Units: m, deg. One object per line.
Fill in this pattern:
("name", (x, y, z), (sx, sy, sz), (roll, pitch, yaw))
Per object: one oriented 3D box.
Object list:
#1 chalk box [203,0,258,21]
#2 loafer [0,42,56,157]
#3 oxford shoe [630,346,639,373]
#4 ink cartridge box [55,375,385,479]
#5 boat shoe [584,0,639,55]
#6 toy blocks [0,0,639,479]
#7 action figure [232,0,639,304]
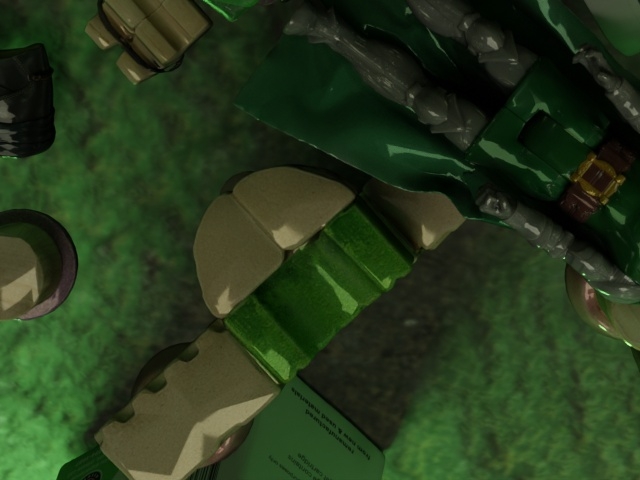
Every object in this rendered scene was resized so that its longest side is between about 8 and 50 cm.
("chalk box", (-0.065, -0.210, 0.664), (0.213, 0.132, 0.132), (31, 133, -30))
("loafer", (-0.227, -0.093, 0.996), (0.170, 0.062, 0.061), (9, 112, 0))
("oxford shoe", (0.275, 0.097, 1.023), (0.227, 0.096, 0.083), (19, 132, -7))
("ink cartridge box", (-0.092, 0.243, 1.108), (0.211, 0.289, 0.121), (-29, 120, 33))
("boat shoe", (0.136, -0.161, 0.765), (0.088, 0.096, 0.267), (-20, 154, 14))
("toy blocks", (0.000, 0.000, 0.939), (0.288, 0.260, 0.309), (-43, 92, 8))
("action figure", (0.095, -0.044, 0.767), (0.232, 0.063, 0.137), (36, 98, -2))
